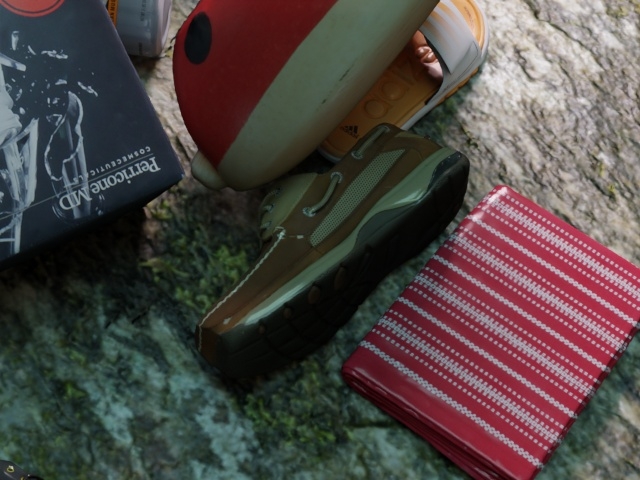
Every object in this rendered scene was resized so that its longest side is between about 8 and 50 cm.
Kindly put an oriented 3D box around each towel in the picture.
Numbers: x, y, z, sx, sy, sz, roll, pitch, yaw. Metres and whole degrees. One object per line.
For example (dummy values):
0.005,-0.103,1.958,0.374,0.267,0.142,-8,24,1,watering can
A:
0.171,0.085,1.247,0.199,0.031,0.275,34,60,15,towel

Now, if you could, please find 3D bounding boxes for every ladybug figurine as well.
0.009,-0.244,1.240,0.162,0.305,0.449,38,82,-11,ladybug figurine

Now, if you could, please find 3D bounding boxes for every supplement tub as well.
-0.246,-0.251,1.344,0.190,0.117,0.117,7,59,-2,supplement tub

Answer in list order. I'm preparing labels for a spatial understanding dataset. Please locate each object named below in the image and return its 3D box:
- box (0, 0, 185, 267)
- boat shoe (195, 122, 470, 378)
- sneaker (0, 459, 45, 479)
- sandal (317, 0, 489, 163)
-0.344,-0.113,1.150,0.343,0.179,0.312,-27,93,-20,box
0.000,0.000,1.235,0.120,0.122,0.324,38,54,21,boat shoe
-0.204,0.226,1.089,0.222,0.083,0.118,-8,61,-10,sneaker
0.092,-0.179,1.364,0.102,0.076,0.265,33,61,12,sandal
